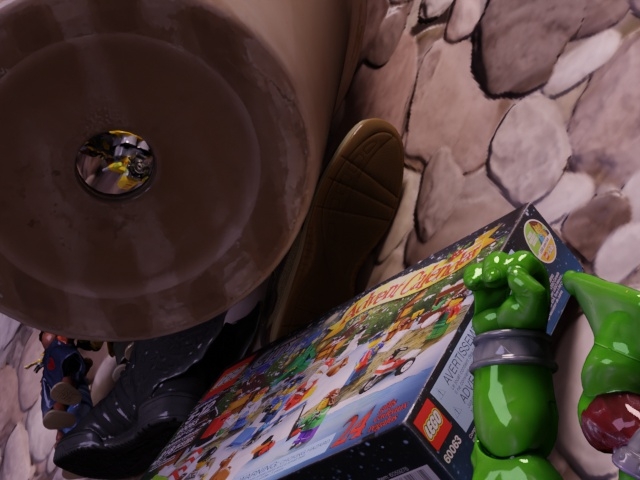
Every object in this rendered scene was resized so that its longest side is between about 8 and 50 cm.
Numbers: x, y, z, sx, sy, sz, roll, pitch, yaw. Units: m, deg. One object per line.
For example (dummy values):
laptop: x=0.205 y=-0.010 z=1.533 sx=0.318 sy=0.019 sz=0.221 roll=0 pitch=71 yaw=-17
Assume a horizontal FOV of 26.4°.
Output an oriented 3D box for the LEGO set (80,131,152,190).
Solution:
LEGO set: x=-0.287 y=-0.066 z=1.052 sx=0.255 sy=0.331 sz=0.192 roll=-7 pitch=67 yaw=41

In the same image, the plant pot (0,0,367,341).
plant pot: x=-0.113 y=-0.099 z=0.744 sx=0.323 sy=0.323 sz=0.280 roll=-53 pitch=24 yaw=18

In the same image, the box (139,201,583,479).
box: x=0.002 y=0.085 z=0.641 sx=0.233 sy=0.044 sz=0.159 roll=-31 pitch=15 yaw=40

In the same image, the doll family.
doll family: x=-0.163 y=0.076 z=0.967 sx=0.193 sy=0.076 sz=0.111 roll=-55 pitch=34 yaw=19

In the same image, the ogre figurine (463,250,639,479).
ogre figurine: x=0.119 y=0.083 z=0.463 sx=0.197 sy=0.097 sz=0.118 roll=23 pitch=89 yaw=16

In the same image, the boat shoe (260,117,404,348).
boat shoe: x=0.000 y=0.000 z=0.780 sx=0.049 sy=0.056 sz=0.152 roll=13 pitch=77 yaw=55

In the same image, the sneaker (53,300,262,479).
sneaker: x=-0.108 y=0.095 z=0.886 sx=0.170 sy=0.051 sz=0.089 roll=-26 pitch=45 yaw=41
